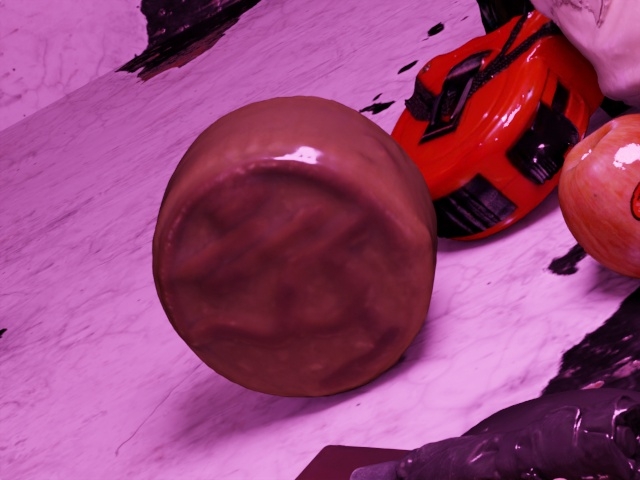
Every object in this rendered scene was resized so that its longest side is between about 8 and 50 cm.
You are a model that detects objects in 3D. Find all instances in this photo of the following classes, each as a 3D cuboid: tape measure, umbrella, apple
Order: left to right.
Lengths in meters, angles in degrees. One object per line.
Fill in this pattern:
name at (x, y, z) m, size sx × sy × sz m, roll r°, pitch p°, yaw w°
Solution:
tape measure at (0.184, -0.125, 1.684) m, size 0.253 × 0.114 × 0.260 m, roll -21°, pitch 38°, yaw 48°
umbrella at (0.117, 0.153, 1.046) m, size 0.235 × 0.059 × 0.066 m, roll -18°, pitch 24°, yaw 40°
apple at (0.283, -0.043, 1.394) m, size 0.146 × 0.131 × 0.146 m, roll -55°, pitch 4°, yaw 6°

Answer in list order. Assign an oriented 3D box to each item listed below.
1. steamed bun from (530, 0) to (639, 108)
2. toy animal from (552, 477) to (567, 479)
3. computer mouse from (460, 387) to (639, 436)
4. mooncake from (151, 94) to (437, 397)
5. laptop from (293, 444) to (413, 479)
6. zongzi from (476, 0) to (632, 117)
steamed bun at (0.403, -0.218, 1.531) m, size 0.394 × 0.238 × 0.346 m, roll -1°, pitch 2°, yaw 17°
toy animal at (0.110, 0.242, 0.966) m, size 0.149 × 0.165 × 0.248 m, roll -24°, pitch -4°, yaw -46°
computer mouse at (0.177, 0.174, 1.108) m, size 0.269 × 0.100 × 0.170 m, roll -6°, pitch 29°, yaw 48°
mooncake at (-0.025, 0.013, 1.500) m, size 0.284 × 0.284 × 0.155 m, roll -24°, pitch 24°, yaw 18°
laptop at (0.032, 0.228, 1.295) m, size 0.207 × 0.026 × 0.154 m, roll -5°, pitch 34°, yaw 52°
zongzi at (0.306, -0.285, 1.920) m, size 0.319 × 0.362 × 0.383 m, roll -40°, pitch 60°, yaw -21°
